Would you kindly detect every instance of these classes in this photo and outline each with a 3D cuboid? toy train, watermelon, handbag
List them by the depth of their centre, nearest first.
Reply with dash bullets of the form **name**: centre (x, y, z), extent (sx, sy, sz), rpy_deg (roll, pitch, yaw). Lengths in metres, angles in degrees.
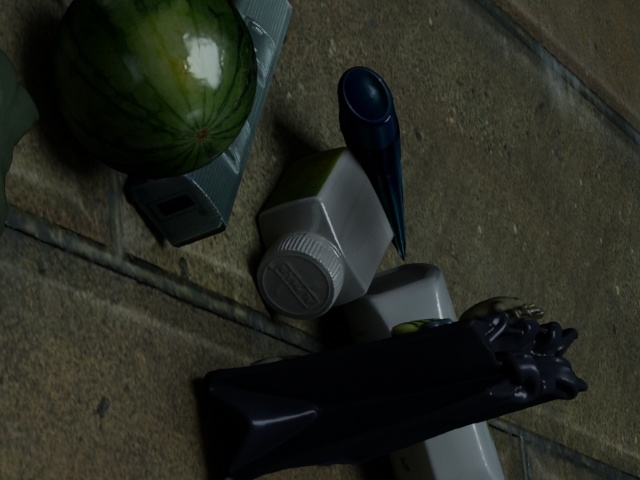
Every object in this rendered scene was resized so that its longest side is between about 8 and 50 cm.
- **watermelon**: centre (-0.154, -0.160, 1.798), extent (0.188, 0.188, 0.215), rpy_deg (41, 12, -52)
- **handbag**: centre (0.084, 0.143, 1.971), extent (0.303, 0.329, 0.122), rpy_deg (5, 70, -65)
- **toy train**: centre (-0.098, -0.163, 2.027), extent (0.086, 0.089, 0.409), rpy_deg (54, 33, -31)

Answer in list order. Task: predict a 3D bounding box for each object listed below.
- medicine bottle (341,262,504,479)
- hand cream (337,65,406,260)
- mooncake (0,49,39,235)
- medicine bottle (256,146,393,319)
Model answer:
- **medicine bottle**: centre (0.123, 0.196, 2.242), extent (0.179, 0.124, 0.324), rpy_deg (-153, -137, -77)
- **hand cream**: centre (0.064, -0.088, 2.259), extent (0.270, 0.061, 0.120), rpy_deg (76, -11, -59)
- **mooncake**: centre (-0.289, -0.072, 1.556), extent (0.168, 0.104, 0.175), rpy_deg (19, 64, -68)
- **medicine bottle**: centre (0.000, 0.000, 2.147), extent (0.132, 0.088, 0.188), rpy_deg (64, 28, -21)
